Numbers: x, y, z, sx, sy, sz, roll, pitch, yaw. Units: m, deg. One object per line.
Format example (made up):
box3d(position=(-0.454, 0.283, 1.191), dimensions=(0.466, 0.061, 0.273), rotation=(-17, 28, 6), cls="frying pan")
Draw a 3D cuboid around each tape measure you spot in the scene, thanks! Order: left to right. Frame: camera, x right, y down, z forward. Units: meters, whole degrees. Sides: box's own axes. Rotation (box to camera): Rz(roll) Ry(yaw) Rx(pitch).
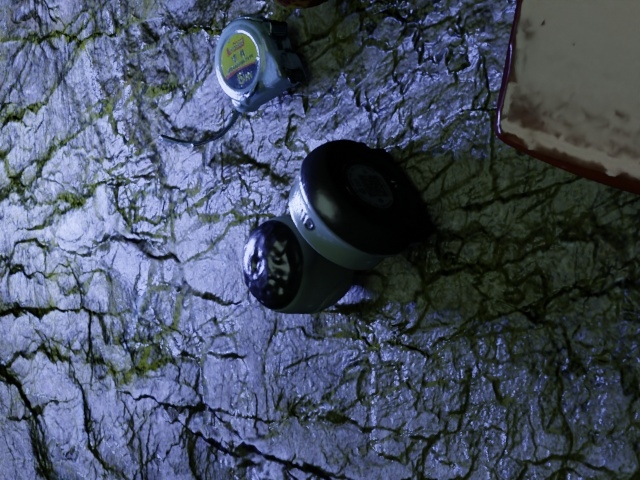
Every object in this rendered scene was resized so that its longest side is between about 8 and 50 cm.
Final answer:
box3d(position=(-0.161, -0.265, 1.817), dimensions=(0.330, 0.084, 0.164), rotation=(-23, 74, 43), cls="tape measure")

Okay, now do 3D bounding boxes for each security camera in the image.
box3d(position=(0.000, 0.000, 1.599), dimensions=(0.277, 0.191, 0.197), rotation=(-48, 62, 38), cls="security camera")

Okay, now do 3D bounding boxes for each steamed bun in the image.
box3d(position=(0.391, -0.161, 1.141), dimensions=(0.379, 0.248, 0.235), rotation=(17, 108, 32), cls="steamed bun")

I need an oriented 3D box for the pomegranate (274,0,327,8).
box3d(position=(0.008, -0.442, 1.574), dimensions=(0.247, 0.214, 0.214), rotation=(12, 104, 10), cls="pomegranate")
